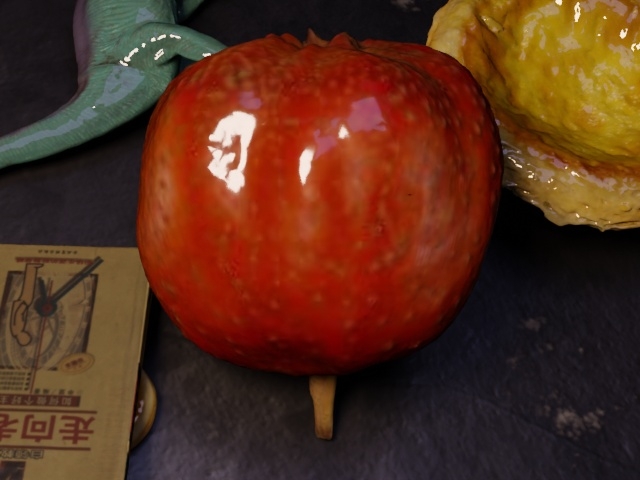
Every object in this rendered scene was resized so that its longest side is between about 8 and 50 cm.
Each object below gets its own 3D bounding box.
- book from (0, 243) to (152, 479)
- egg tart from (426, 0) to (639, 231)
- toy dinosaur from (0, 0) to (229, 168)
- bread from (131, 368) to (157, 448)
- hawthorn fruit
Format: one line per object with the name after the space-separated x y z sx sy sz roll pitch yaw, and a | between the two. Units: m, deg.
-0.220 0.098 0.896 0.161 0.026 0.231 2 51 -1 | book
0.246 -0.127 1.125 0.319 0.128 0.319 5 57 -8 | egg tart
-0.228 -0.206 1.095 0.331 0.129 0.383 -11 58 -10 | toy dinosaur
-0.184 0.128 0.910 0.110 0.024 0.110 5 57 -8 | bread
0.000 0.000 0.913 0.287 0.287 0.330 -3 99 -15 | hawthorn fruit
